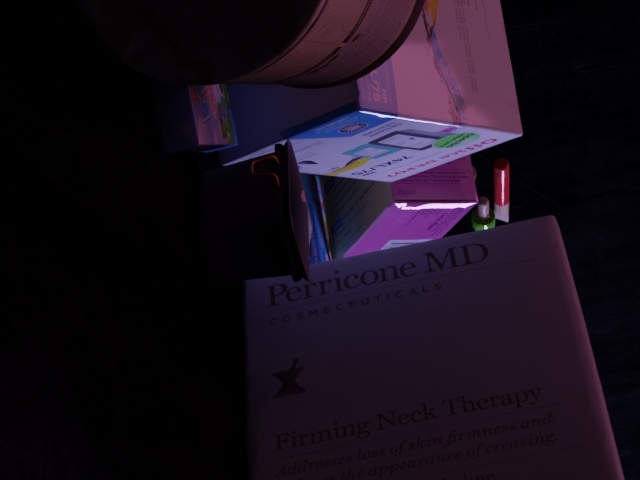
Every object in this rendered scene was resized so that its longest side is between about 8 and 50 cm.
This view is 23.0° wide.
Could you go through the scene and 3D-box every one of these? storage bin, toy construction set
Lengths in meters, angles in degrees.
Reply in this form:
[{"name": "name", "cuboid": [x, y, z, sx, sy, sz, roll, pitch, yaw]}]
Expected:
[{"name": "storage bin", "cuboid": [-0.063, -0.024, 1.425, 0.135, 0.091, 0.098, -94, 171, -51]}, {"name": "toy construction set", "cuboid": [0.134, -0.028, 2.389, 0.237, 0.309, 0.257, 79, 12, -54]}]

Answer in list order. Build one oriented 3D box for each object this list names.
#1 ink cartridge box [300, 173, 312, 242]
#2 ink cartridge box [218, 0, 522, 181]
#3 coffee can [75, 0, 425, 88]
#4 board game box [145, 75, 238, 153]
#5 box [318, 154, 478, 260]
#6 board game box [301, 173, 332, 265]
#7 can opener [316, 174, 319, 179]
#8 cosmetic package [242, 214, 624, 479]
[{"name": "ink cartridge box", "cuboid": [-0.055, -0.058, 1.748, 0.235, 0.056, 0.171, -86, 165, -74]}, {"name": "ink cartridge box", "cuboid": [0.043, -0.186, 1.638, 0.270, 0.198, 0.197, 3, 74, -47]}, {"name": "coffee can", "cuboid": [-0.044, -0.216, 1.192, 0.275, 0.201, 0.201, -18, 98, -73]}, {"name": "board game box", "cuboid": [-0.120, -0.158, 1.387, 0.211, 0.039, 0.160, -31, 110, -82]}, {"name": "box", "cuboid": [0.086, -0.115, 1.984, 0.213, 0.117, 0.243, 130, -45, -60]}, {"name": "board game box", "cuboid": [-0.014, 0.012, 2.014, 0.160, 0.047, 0.210, 52, 29, -76]}, {"name": "can opener", "cuboid": [0.000, 0.000, 2.172, 0.095, 0.076, 0.283, 127, -38, -52]}, {"name": "cosmetic package", "cuboid": [0.119, 0.248, 1.514, 0.393, 0.329, 0.327, -96, 171, -46]}]
